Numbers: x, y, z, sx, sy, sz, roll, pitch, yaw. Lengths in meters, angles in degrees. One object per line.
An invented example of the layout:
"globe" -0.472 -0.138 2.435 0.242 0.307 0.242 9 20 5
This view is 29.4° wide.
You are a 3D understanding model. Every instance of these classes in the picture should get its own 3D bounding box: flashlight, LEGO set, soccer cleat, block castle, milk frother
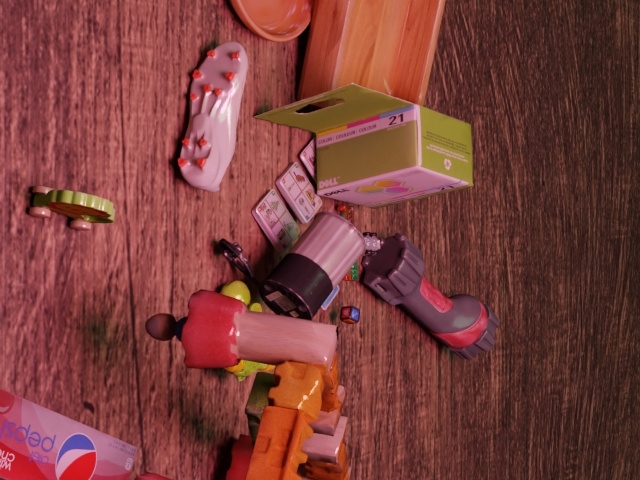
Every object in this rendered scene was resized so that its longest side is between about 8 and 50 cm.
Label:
"flashlight" 0.181 0.087 1.951 0.304 0.103 0.103 43 30 -45
"LEGO set" 0.000 0.000 1.753 0.244 0.060 0.182 56 47 -22
"soccer cleat" -0.133 -0.156 1.540 0.076 0.068 0.196 47 54 -63
"block castle" -0.101 0.291 1.374 0.453 0.213 0.303 84 17 -57
"milk frother" -0.040 0.015 1.590 0.135 0.129 0.143 -52 120 -30

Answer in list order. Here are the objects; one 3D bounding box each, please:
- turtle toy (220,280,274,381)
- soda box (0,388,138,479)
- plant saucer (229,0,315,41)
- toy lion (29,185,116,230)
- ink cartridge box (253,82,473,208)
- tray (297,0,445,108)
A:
"turtle toy" -0.105 0.117 1.574 0.095 0.066 0.130 9 83 -56
"soda box" -0.312 0.214 1.262 0.263 0.092 0.083 37 62 -49
"plant saucer" -0.072 -0.366 1.637 0.200 0.037 0.200 -3 94 -54
"toy lion" -0.261 -0.036 1.326 0.100 0.096 0.034 22 73 -53
"ink cartridge box" 0.060 -0.124 1.670 0.255 0.189 0.097 11 73 -47
"tray" 0.095 -0.389 1.715 0.203 0.076 0.411 -4 110 -45
